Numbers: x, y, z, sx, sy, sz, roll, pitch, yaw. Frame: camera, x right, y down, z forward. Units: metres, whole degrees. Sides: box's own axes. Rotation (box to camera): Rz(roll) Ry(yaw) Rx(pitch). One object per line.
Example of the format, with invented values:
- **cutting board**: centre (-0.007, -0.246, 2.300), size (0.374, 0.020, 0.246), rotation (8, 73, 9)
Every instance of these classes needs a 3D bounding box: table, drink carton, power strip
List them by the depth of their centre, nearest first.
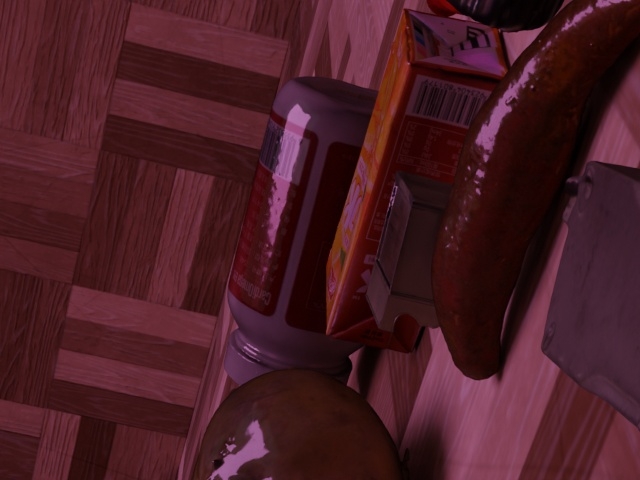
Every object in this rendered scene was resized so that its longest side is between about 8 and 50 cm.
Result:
- **power strip**: centre (0.127, 0.030, 0.434), size (0.286, 0.048, 0.080), rotation (-120, 41, -80)
- **table**: centre (0.070, 0.011, 0.858), size (0.079, 0.062, 0.083), rotation (-106, 30, -75)
- **drink carton**: centre (0.062, -0.040, 0.990), size (0.096, 0.071, 0.223), rotation (-89, 13, -58)

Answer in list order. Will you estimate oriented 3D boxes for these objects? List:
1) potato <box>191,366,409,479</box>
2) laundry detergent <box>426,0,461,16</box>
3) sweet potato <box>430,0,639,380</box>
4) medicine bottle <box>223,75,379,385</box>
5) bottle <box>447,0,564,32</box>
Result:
- **potato**: centre (-0.018, 0.188, 0.941), size (0.296, 0.141, 0.192), rotation (125, 141, -70)
- **laundry detergent**: centre (0.108, -0.203, 1.024), size (0.165, 0.049, 0.097), rotation (114, 163, -69)
- **sweet potato**: centre (0.104, -0.040, 0.729), size (0.078, 0.058, 0.255), rotation (-110, 33, -47)
- **medicine bottle**: centre (0.000, 0.000, 1.161), size (0.131, 0.131, 0.250), rotation (-99, 23, -72)
- **bottle**: centre (0.122, -0.224, 0.670), size (0.112, 0.112, 0.260), rotation (-86, 12, -53)
